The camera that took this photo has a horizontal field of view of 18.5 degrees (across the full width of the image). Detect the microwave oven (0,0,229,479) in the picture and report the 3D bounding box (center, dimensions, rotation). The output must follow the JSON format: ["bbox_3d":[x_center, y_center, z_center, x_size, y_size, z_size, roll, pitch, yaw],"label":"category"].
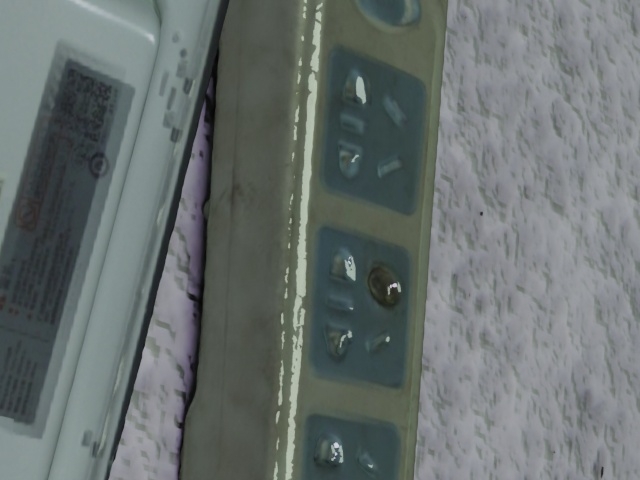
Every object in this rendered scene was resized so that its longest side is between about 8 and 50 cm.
[{"bbox_3d":[-0.118,0.015,0.398,0.122,0.162,0.208,21,80,-47],"label":"microwave oven"}]

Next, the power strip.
[{"bbox_3d":[-0.002,0.001,0.638,0.080,0.048,0.286,17,73,-45],"label":"power strip"}]
